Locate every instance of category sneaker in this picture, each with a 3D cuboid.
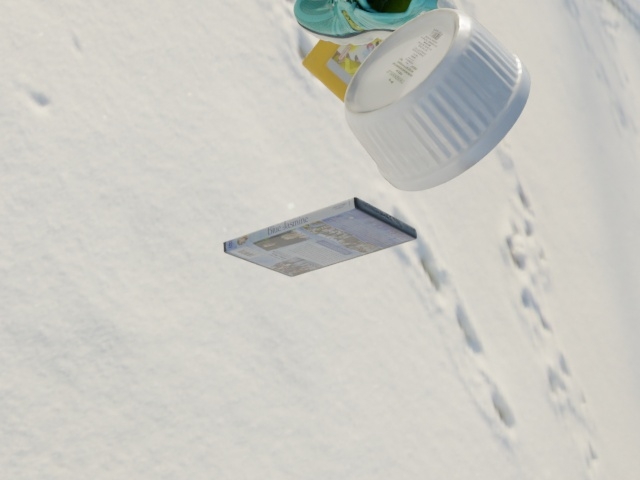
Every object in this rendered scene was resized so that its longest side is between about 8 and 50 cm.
[{"bbox_3d":[0.068,-0.353,1.367,0.110,0.275,0.107,22,80,-52],"label":"sneaker"}]

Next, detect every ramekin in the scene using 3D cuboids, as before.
[{"bbox_3d":[0.122,-0.168,1.063,0.109,0.207,0.207,43,38,-27],"label":"ramekin"}]

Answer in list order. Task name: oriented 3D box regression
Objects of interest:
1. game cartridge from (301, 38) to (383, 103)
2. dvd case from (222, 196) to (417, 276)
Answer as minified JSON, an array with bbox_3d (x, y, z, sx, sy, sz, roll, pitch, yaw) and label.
[{"bbox_3d":[0.165,-0.363,1.920,0.324,0.285,0.053,43,25,2],"label":"game cartridge"},{"bbox_3d":[0.000,0.000,1.461,0.180,0.253,0.022,23,56,-51],"label":"dvd case"}]
